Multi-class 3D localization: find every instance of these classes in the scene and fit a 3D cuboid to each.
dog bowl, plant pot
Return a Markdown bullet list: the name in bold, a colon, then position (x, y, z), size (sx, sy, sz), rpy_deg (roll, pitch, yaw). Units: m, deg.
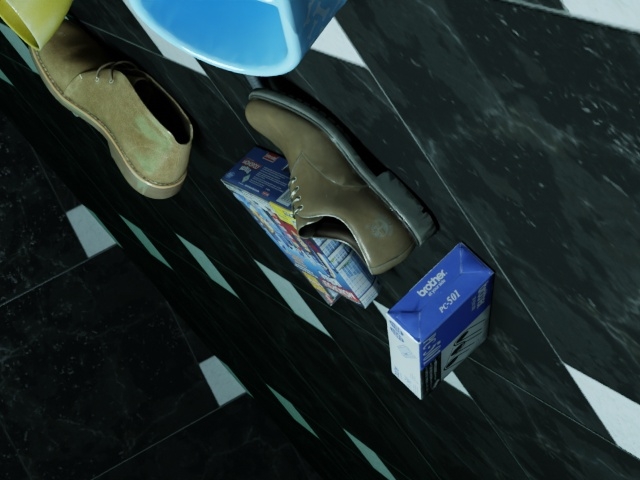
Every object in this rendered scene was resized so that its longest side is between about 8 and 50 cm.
- **dog bowl**: position (-0.073, -0.210, 1.096), size (0.166, 0.074, 0.297), rpy_deg (19, 161, 12)
- **plant pot**: position (-0.344, -0.308, 1.886), size (0.134, 0.095, 0.134), rpy_deg (45, 169, 11)

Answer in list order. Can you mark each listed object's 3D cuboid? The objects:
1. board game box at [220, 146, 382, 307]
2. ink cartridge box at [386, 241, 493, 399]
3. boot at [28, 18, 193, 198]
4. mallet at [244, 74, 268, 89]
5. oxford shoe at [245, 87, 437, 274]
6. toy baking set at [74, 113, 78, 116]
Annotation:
- **board game box**: position (0.000, 0.000, 1.756), size (0.194, 0.060, 0.194), rpy_deg (52, 168, -27)
- **ink cartridge box**: position (0.113, 0.081, 1.507), size (0.046, 0.097, 0.207), rpy_deg (44, 168, 17)
- **boot**: position (-0.263, -0.201, 2.040), size (0.305, 0.112, 0.115), rpy_deg (48, 140, 19)
- **mallet**: position (-0.085, -0.187, 1.497), size (0.062, 0.039, 0.189), rpy_deg (42, 172, 19)
- **oxford shoe**: position (-0.003, -0.057, 1.478), size (0.227, 0.096, 0.083), rpy_deg (44, 171, 23)
- **toy baking set**: position (-0.368, -0.200, 2.531), size (0.256, 0.030, 0.197), rpy_deg (47, 169, 3)
